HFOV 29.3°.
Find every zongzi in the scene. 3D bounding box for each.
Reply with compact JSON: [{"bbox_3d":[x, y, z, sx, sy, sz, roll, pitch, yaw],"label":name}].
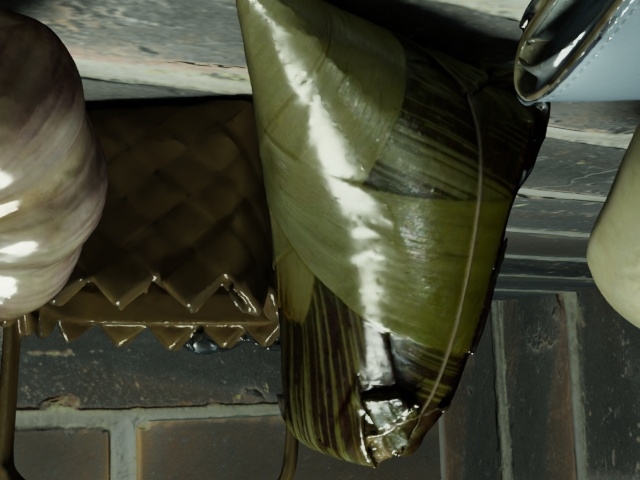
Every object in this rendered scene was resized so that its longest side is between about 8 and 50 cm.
[{"bbox_3d":[0.000,0.000,0.785,0.154,0.289,0.317,14,180,37],"label":"zongzi"}]

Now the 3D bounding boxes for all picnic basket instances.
[{"bbox_3d":[-0.142,0.056,1.034,0.254,0.321,0.291,1,171,4],"label":"picnic basket"}]

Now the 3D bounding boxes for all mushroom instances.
[{"bbox_3d":[0.326,-0.031,0.990,0.246,0.202,0.246,-12,132,-14],"label":"mushroom"}]

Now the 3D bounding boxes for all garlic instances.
[{"bbox_3d":[-0.231,-0.065,0.670,0.245,0.160,0.245,7,146,5],"label":"garlic"}]

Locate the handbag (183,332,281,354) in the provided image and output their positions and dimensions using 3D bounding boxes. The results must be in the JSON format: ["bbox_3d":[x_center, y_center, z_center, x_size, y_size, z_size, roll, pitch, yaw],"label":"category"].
[{"bbox_3d":[-0.057,0.037,1.423,0.254,0.181,0.181,-10,176,44],"label":"handbag"}]

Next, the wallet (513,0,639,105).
[{"bbox_3d":[0.230,-0.129,0.641,0.231,0.069,0.170,-2,156,-24],"label":"wallet"}]
